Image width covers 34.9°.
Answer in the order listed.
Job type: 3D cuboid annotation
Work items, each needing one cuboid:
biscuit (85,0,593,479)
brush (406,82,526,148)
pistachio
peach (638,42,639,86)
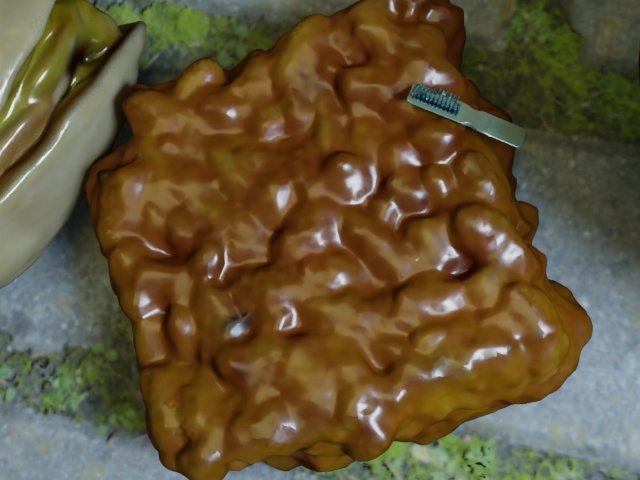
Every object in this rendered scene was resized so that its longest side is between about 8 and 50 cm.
[{"bbox_3d":[0.000,0.000,0.719,0.318,0.110,0.312,-19,76,5],"label":"biscuit"},{"bbox_3d":[0.097,-0.083,0.669,0.083,0.013,0.016,23,63,-6],"label":"brush"},{"bbox_3d":[-0.259,-0.080,0.763,0.187,0.187,0.299,36,81,16],"label":"pistachio"},{"bbox_3d":[0.371,-0.078,0.534,0.388,0.388,0.389,-2,78,11],"label":"peach"}]
